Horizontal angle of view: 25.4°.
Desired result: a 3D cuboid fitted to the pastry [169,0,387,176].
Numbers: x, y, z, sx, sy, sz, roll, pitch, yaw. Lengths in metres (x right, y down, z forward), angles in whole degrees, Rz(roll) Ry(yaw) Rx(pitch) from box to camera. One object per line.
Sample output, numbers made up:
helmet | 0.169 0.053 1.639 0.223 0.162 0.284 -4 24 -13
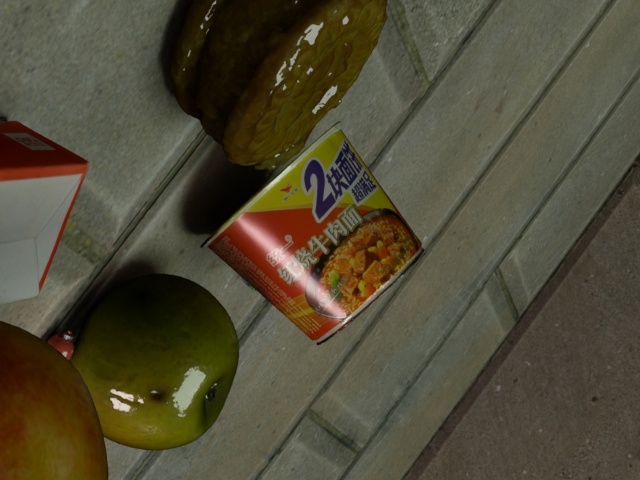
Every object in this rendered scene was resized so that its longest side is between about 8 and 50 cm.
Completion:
pastry | -0.039 -0.195 1.370 0.240 0.132 0.235 -49 169 4

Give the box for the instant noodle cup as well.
instant noodle cup | 0.000 0.000 1.565 0.213 0.174 0.213 -41 -178 2

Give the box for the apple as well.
apple | -0.175 0.133 1.510 0.196 0.157 0.196 -55 163 -26

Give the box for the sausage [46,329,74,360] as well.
sausage | -0.321 0.197 1.456 0.253 0.034 0.034 -59 159 7

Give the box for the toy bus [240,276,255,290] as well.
toy bus | -0.065 0.037 1.772 0.083 0.037 0.031 -22 143 -54

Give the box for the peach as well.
peach | -0.318 0.200 1.126 0.308 0.308 0.332 -34 140 -44

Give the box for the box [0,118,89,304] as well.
box | -0.284 -0.020 1.102 0.182 0.099 0.133 -15 129 -63
